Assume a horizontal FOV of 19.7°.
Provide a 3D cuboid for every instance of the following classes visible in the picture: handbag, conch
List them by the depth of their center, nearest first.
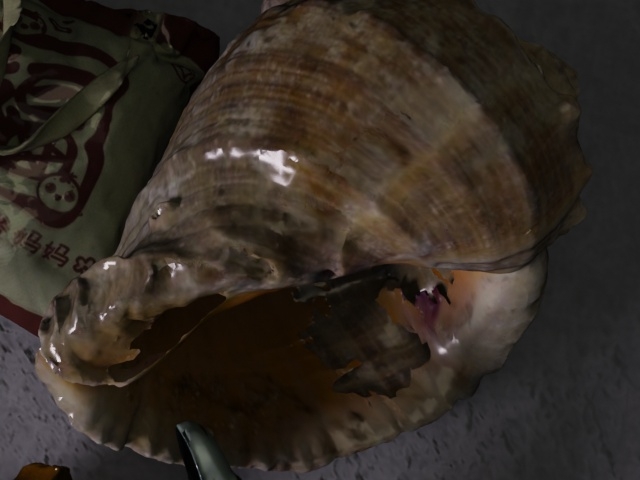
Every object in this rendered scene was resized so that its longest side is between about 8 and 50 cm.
[{"bbox_3d":[-0.003,-0.011,1.094,0.352,0.297,0.210,-17,40,-2],"label":"conch"},{"bbox_3d":[-0.190,-0.061,1.120,0.213,0.127,0.235,23,66,-6],"label":"handbag"}]

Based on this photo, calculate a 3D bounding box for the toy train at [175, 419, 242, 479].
[{"bbox_3d":[-0.032,0.202,1.080,0.051,0.052,0.234,-21,112,-15],"label":"toy train"}]

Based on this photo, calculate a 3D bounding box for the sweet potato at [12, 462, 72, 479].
[{"bbox_3d":[-0.200,0.247,1.094,0.077,0.077,0.244,15,87,-5],"label":"sweet potato"}]
